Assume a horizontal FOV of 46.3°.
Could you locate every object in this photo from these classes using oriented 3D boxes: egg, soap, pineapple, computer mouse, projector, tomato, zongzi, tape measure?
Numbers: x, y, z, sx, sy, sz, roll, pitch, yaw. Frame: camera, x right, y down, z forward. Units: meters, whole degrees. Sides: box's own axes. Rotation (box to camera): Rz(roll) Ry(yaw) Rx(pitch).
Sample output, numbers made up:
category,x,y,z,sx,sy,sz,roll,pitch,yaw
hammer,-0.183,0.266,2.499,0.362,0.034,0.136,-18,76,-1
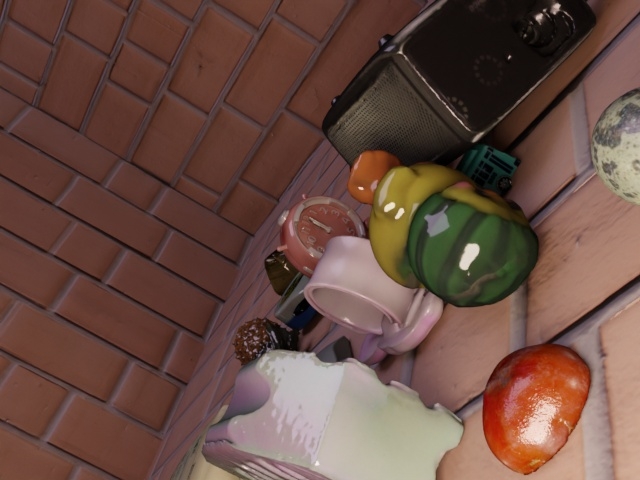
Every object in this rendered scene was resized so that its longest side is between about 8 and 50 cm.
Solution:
category,x,y,z,sx,sy,sz,roll,pitch,yaw
egg,0.364,-0.097,0.786,0.132,0.132,0.172,-58,23,5
soap,-0.020,0.293,1.118,0.446,0.261,0.156,-36,28,63
pineapple,-0.115,0.294,1.927,0.165,0.166,0.364,-60,19,-7
computer mouse,0.009,0.271,1.565,0.127,0.079,0.231,-55,8,8
projector,0.236,-0.308,1.411,0.395,0.242,0.405,-44,4,-20
tomato,0.225,0.174,0.842,0.155,0.069,0.155,-56,10,15
zongzi,-0.004,0.032,2.265,0.300,0.145,0.274,-28,4,15
tape measure,-0.049,0.172,1.988,0.215,0.098,0.351,-51,5,31

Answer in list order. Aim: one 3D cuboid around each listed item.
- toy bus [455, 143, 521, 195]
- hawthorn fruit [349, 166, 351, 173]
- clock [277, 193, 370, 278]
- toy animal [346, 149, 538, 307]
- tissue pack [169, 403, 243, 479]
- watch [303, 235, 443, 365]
category,x,y,z,sx,sy,sz,roll,pitch,yaw
toy bus,0.270,-0.091,1.309,0.160,0.092,0.079,-59,12,1
hawthorn fruit,0.189,-0.203,1.728,0.261,0.224,0.224,-38,-2,-32
clock,0.000,0.000,1.911,0.142,0.241,0.227,-51,14,52
toy animal,0.177,-0.011,1.125,0.338,0.216,0.191,42,115,56
tissue pack,-0.191,0.535,1.378,0.297,0.207,0.380,-55,11,30
watch,0.086,0.086,1.323,0.210,0.218,0.248,-63,12,-21
